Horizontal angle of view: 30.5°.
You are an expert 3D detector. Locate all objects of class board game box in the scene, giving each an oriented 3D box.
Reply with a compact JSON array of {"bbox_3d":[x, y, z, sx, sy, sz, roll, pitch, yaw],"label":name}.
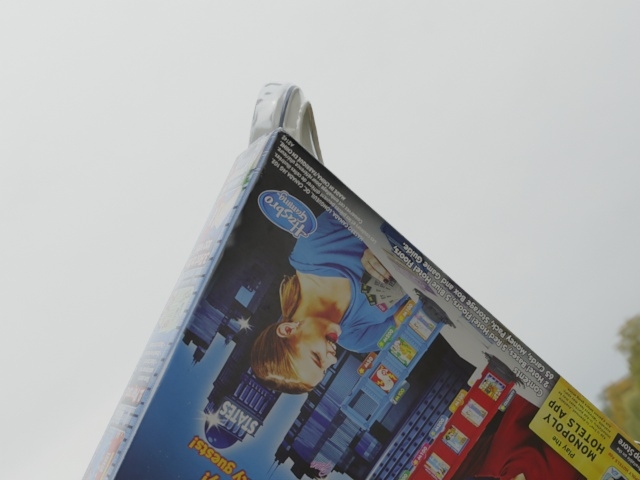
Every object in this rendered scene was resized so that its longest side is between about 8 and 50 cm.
[{"bbox_3d":[-0.008,0.097,0.419,0.194,0.194,0.060,-51,10,-15],"label":"board game box"}]

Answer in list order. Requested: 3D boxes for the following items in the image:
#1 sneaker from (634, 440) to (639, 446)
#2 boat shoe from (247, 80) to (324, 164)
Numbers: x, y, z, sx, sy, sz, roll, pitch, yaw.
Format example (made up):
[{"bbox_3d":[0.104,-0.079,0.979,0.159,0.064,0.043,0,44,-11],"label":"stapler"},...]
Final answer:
[{"bbox_3d":[0.146,0.128,0.676,0.083,0.031,0.035,4,2,-23],"label":"sneaker"},{"bbox_3d":[0.000,0.000,0.938,0.084,0.258,0.095,-1,16,18],"label":"boat shoe"}]
